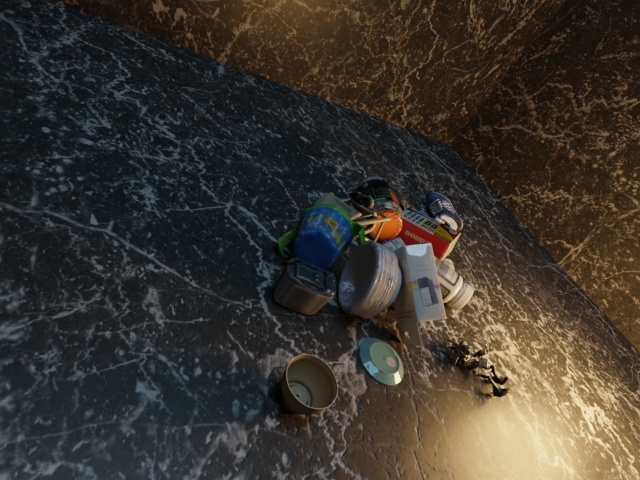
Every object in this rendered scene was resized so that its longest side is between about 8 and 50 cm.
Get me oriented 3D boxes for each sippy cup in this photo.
[{"bbox_3d":[0.000,0.000,1.564,0.240,0.305,0.224,44,23,-8],"label":"sippy cup"}]

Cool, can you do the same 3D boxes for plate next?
[{"bbox_3d":[0.225,0.425,1.453,0.188,0.024,0.188,23,35,-17],"label":"plate"}]

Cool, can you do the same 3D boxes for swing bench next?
[{"bbox_3d":[0.125,-0.098,1.816,0.254,0.165,0.253,8,22,-35],"label":"swing bench"}]

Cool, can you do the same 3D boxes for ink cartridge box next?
[{"bbox_3d":[0.362,0.205,1.544,0.119,0.207,0.353,-5,78,-11],"label":"ink cartridge box"},{"bbox_3d":[0.531,-0.028,2.115,0.309,0.130,0.272,32,32,21],"label":"ink cartridge box"}]

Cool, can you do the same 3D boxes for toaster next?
[{"bbox_3d":[-0.066,0.163,1.416,0.227,0.146,0.129,23,35,-18],"label":"toaster"}]

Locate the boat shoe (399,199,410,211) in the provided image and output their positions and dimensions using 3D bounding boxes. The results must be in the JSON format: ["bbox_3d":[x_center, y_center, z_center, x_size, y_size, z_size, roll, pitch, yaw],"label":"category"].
[{"bbox_3d":[0.449,-0.172,2.313,0.285,0.089,0.104,-16,58,-49],"label":"boat shoe"}]

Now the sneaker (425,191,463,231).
[{"bbox_3d":[0.739,-0.175,2.526,0.236,0.130,0.323,-9,59,-51],"label":"sneaker"}]

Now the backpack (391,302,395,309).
[{"bbox_3d":[0.360,0.210,1.746,0.158,0.117,0.173,36,34,2],"label":"backpack"}]

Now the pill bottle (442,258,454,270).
[{"bbox_3d":[0.627,0.159,2.056,0.094,0.094,0.169,37,34,3],"label":"pill bottle"}]

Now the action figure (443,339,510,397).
[{"bbox_3d":[0.635,0.486,1.627,0.275,0.141,0.164,42,36,5],"label":"action figure"}]

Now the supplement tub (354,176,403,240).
[{"bbox_3d":[0.292,-0.161,2.043,0.207,0.207,0.338,21,31,-19],"label":"supplement tub"}]

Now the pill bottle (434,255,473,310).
[{"bbox_3d":[0.555,0.189,1.900,0.283,0.161,0.161,38,34,4],"label":"pill bottle"}]

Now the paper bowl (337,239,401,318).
[{"bbox_3d":[0.194,0.152,1.527,0.148,0.284,0.284,21,36,-19],"label":"paper bowl"}]

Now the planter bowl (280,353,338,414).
[{"bbox_3d":[-0.046,0.423,1.149,0.162,0.109,0.162,22,36,-17],"label":"planter bowl"}]

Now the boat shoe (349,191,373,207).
[{"bbox_3d":[0.177,-0.177,1.767,0.049,0.056,0.152,-1,17,-27],"label":"boat shoe"}]

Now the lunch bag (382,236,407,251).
[{"bbox_3d":[0.354,0.065,1.949,0.151,0.096,0.129,-19,62,-34],"label":"lunch bag"}]
